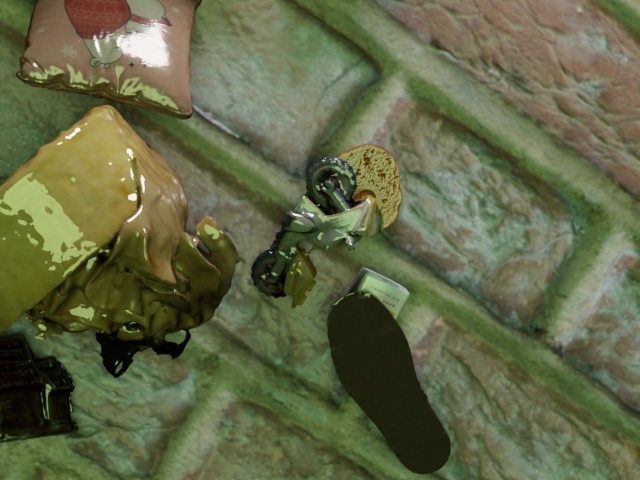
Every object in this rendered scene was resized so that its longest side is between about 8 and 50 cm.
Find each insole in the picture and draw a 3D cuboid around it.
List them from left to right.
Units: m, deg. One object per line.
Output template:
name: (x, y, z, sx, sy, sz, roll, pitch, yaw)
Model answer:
insole: (0.098, 0.210, 1.923, 0.111, 0.007, 0.327, -29, 114, -1)

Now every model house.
model house: (-0.424, 0.205, 1.863, 0.165, 0.106, 0.152, -2, 87, -42)

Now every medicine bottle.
medicine bottle: (0.066, 0.106, 1.915, 0.074, 0.055, 0.118, 28, 95, -13)

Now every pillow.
pillow: (-0.273, -0.263, 1.763, 0.236, 0.223, 0.084, 11, 141, -10)

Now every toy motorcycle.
toy motorcycle: (0.000, 0.000, 1.862, 0.130, 0.094, 0.229, 31, 112, -3)

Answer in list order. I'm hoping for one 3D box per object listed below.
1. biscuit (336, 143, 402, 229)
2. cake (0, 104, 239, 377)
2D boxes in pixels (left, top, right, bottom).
biscuit: (0.065, -0.071, 1.905, 0.102, 0.019, 0.130, -2, 99, -6)
cake: (-0.286, 0.033, 1.730, 0.332, 0.332, 0.321, -42, 97, 1)
